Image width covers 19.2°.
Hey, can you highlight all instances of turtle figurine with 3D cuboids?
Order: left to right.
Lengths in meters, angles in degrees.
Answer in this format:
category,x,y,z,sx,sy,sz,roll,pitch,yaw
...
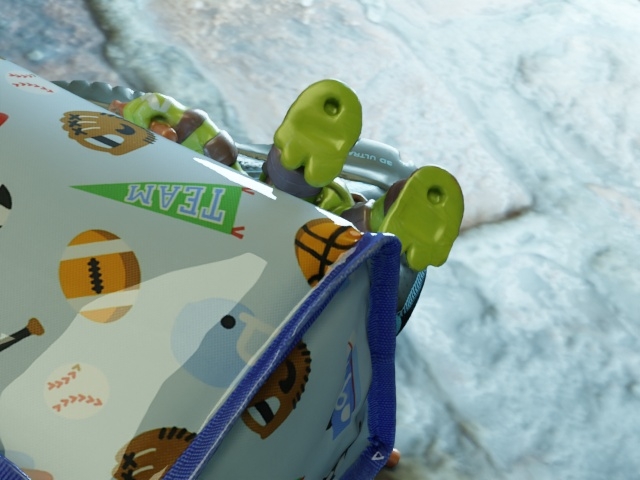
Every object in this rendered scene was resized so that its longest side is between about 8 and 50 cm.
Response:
category,x,y,z,sx,sy,sz,roll,pitch,yaw
turtle figurine,0.000,0.000,1.047,0.087,0.217,0.269,-37,92,-26

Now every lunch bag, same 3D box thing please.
category,x,y,z,sx,sy,sz,roll,pitch,yaw
lunch bag,-0.191,0.106,0.925,0.328,0.239,0.385,27,56,24

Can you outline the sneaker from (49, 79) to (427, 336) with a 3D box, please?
category,x,y,z,sx,sy,sz,roll,pitch,yaw
sneaker,-0.099,-0.010,1.183,0.341,0.125,0.139,5,41,0
